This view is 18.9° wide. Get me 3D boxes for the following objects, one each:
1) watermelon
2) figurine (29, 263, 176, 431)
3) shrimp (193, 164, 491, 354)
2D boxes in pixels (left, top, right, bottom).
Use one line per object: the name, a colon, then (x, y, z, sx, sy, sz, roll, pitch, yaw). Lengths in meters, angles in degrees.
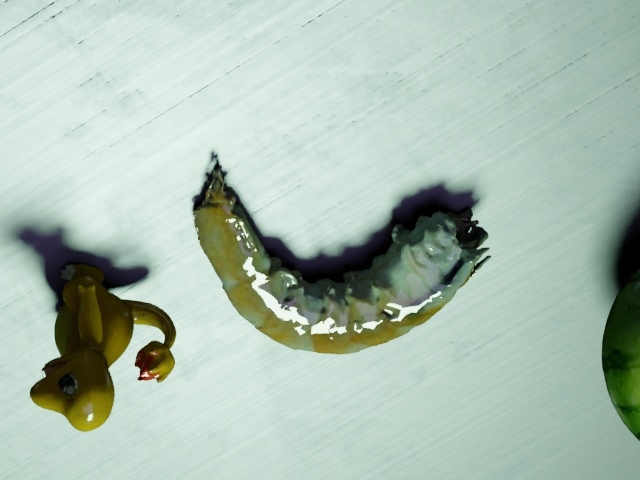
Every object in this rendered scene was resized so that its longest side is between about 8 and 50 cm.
watermelon: (0.400, 0.113, 1.907, 0.242, 0.242, 0.242, -8, 129, -9)
figurine: (-0.196, 0.109, 1.776, 0.122, 0.176, 0.121, 9, 128, -1)
shrimp: (0.003, 0.029, 1.856, 0.287, 0.068, 0.185, 15, 119, -14)
